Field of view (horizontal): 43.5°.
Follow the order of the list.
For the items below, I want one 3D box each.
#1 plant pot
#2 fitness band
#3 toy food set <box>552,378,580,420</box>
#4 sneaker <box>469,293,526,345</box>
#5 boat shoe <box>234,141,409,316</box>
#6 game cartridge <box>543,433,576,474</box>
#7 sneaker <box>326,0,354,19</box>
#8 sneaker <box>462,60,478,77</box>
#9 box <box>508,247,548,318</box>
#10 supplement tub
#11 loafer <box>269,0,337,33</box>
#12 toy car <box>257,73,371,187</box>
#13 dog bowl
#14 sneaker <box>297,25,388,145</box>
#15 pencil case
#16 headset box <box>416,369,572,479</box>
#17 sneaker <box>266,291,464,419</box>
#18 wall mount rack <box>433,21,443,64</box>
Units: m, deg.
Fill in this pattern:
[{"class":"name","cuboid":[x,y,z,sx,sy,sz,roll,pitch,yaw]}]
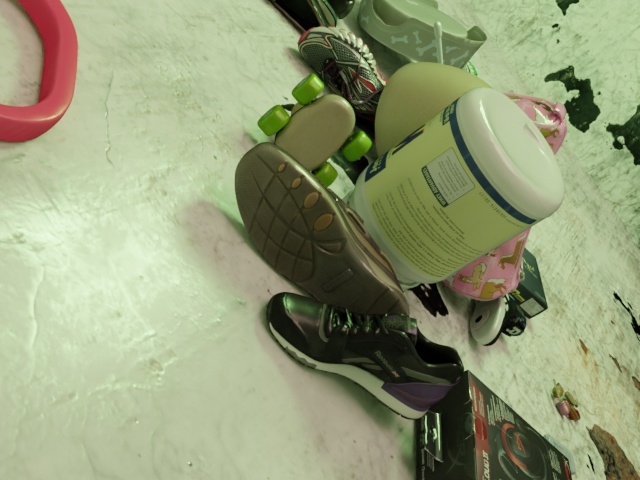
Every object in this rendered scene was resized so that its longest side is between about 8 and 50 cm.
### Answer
[{"class":"plant pot","cuboid":[0.273,-0.224,1.620,0.284,0.191,0.284,-5,98,-44]},{"class":"fitness band","cuboid":[-0.382,-0.238,0.929,0.209,0.054,0.290,33,35,-39]},{"class":"toy food set","cuboid":[0.514,0.343,1.685,0.122,0.019,0.077,43,29,-35]},{"class":"sneaker","cuboid":[0.362,0.161,1.587,0.121,0.079,0.217,45,28,-14]},{"class":"boat shoe","cuboid":[0.000,0.000,1.189,0.355,0.132,0.130,53,17,-20]},{"class":"game cartridge","cuboid":[0.454,0.409,1.521,0.083,0.017,0.056,39,28,-25]},{"class":"sneaker","cuboid":[-0.016,-0.613,1.884,0.132,0.086,0.228,14,37,-44]},{"class":"sneaker","cuboid":[0.335,-0.407,2.121,0.146,0.134,0.343,34,34,-31]},{"class":"box","cuboid":[0.414,0.044,1.818,0.233,0.059,0.183,40,30,-24]},{"class":"supplement tub","cuboid":[0.205,-0.072,1.325,0.235,0.325,0.235,31,40,-31]},{"class":"loafer","cuboid":[-0.062,-0.521,1.689,0.267,0.096,0.084,40,37,-29]},{"class":"toy car","cuboid":[-0.023,-0.192,1.386,0.155,0.149,0.188,48,-1,-18]},{"class":"dog bowl","cuboid":[0.252,-0.553,2.070,0.349,0.102,0.348,20,28,-11]},{"class":"sneaker","cuboid":[0.072,-0.317,1.645,0.299,0.121,0.112,41,55,-11]},{"class":"pencil case","cuboid":[0.330,-0.083,1.489,0.167,0.385,0.160,0,29,-17]},{"class":"headset box","cuboid":[0.252,0.349,1.176,0.293,0.110,0.218,42,30,-22]},{"class":"sneaker","cuboid":[0.067,0.127,1.093,0.283,0.124,0.107,30,35,-17]},{"class":"wall mount rack","cuboid":[0.304,-0.321,1.884,0.304,0.130,0.350,42,49,-15]}]
